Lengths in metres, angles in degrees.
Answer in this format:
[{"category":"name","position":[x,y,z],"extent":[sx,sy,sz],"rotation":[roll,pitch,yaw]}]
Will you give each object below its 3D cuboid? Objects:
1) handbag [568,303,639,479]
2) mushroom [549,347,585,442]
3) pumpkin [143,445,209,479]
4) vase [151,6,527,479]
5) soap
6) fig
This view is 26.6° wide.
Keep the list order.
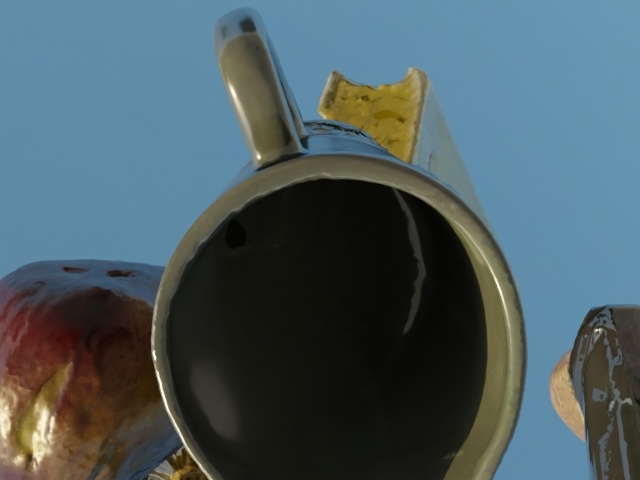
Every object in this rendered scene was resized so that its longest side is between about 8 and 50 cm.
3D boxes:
[{"category":"handbag","position":[0.239,0.208,0.808],"extent":[0.275,0.178,0.302],"rotation":[15,-132,-18]},{"category":"mushroom","position":[0.310,0.190,1.398],"extent":[0.210,0.094,0.072],"rotation":[37,-97,-16]},{"category":"pumpkin","position":[-0.117,0.172,1.232],"extent":[0.131,0.126,0.248],"rotation":[-3,-120,16]},{"category":"vase","position":[0.000,0.000,0.688],"extent":[0.156,0.301,0.251],"rotation":[-19,-77,3]},{"category":"soap","position":[0.073,0.035,1.056],"extent":[0.091,0.315,0.199],"rotation":[0,-123,24]},{"category":"fig","position":[-0.167,0.150,0.976],"extent":[0.190,0.190,0.290],"rotation":[5,-106,-13]}]
